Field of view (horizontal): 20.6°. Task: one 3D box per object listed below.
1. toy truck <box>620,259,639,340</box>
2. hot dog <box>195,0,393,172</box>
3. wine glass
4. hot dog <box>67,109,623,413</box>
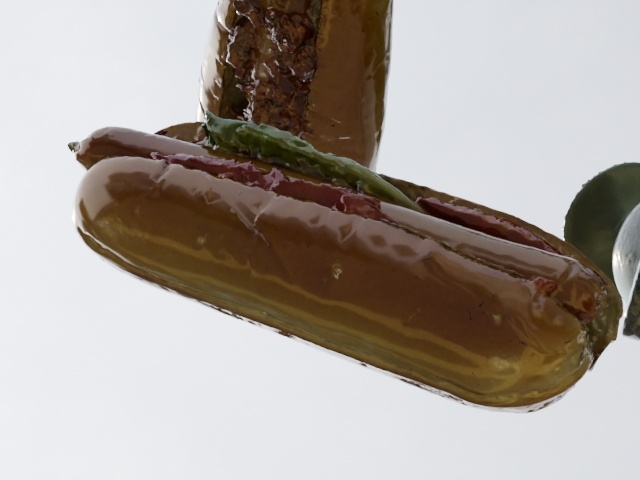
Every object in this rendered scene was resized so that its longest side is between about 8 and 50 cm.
[{"bbox_3d":[0.275,-0.062,0.909,0.176,0.363,0.178,15,-33,11],"label":"toy truck"},{"bbox_3d":[-0.016,-0.065,0.919,0.102,0.076,0.249,18,-33,4],"label":"hot dog"},{"bbox_3d":[0.248,0.015,1.160,0.103,0.231,0.103,-3,-79,-13],"label":"wine glass"},{"bbox_3d":[0.000,0.000,0.676,0.235,0.092,0.062,18,-56,20],"label":"hot dog"}]
